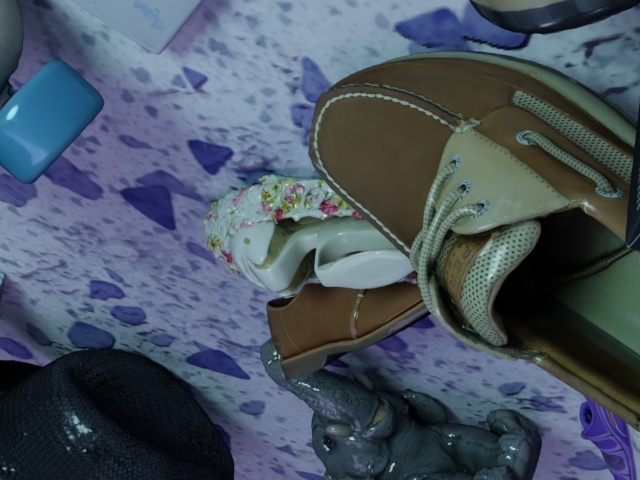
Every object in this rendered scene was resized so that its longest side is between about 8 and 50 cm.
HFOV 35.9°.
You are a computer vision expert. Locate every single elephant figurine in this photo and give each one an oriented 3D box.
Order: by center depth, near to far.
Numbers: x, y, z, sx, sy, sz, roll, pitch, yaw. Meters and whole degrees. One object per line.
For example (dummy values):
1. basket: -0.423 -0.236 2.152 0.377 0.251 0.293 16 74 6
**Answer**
1. elephant figurine: 0.065 0.193 0.893 0.239 0.186 0.169 18 -168 22

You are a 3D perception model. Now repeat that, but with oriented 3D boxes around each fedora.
1. fedora: -0.206 0.219 0.996 0.334 0.334 0.152 37 113 -26

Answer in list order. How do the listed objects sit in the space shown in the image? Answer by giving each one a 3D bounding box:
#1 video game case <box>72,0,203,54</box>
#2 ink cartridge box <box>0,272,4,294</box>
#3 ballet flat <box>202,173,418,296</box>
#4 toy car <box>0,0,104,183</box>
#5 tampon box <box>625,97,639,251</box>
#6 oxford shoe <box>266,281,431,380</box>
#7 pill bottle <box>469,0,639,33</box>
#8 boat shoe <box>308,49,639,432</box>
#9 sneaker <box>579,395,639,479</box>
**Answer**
1. video game case: -0.124 -0.180 0.526 0.157 0.019 0.143 31 146 -19
2. ink cartridge box: -0.359 0.081 0.974 0.052 0.088 0.122 28 146 -8
3. ballet flat: 0.000 0.000 0.676 0.241 0.077 0.091 -8 128 36
4. toy car: -0.295 -0.075 0.625 0.219 0.210 0.238 41 155 -14
5. tampon box: 0.197 -0.073 0.385 0.120 0.161 0.101 14 145 7
6. oxford shoe: 0.034 0.039 0.731 0.212 0.076 0.076 -27 86 36
7. pill bottle: 0.052 -0.186 0.324 0.123 0.123 0.219 -12 132 40
8. boat shoe: 0.105 -0.004 0.475 0.324 0.120 0.122 30 127 38
9. sneaker: 0.251 0.161 0.817 0.071 0.068 0.170 16 142 35
